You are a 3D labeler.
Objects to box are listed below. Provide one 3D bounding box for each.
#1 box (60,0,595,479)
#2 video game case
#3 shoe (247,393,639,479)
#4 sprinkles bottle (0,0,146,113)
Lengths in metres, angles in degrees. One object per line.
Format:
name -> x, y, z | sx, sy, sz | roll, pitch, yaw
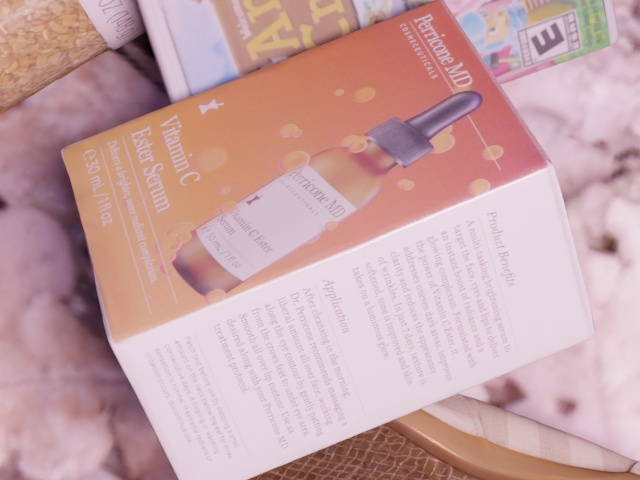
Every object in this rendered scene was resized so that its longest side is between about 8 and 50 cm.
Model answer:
box -> 0.000, 0.000, 0.707 | 0.170, 0.091, 0.130 | -23, 39, -2
video game case -> 0.012, -0.143, 0.721 | 0.193, 0.212, 0.023 | -19, 32, -5
shoe -> 0.054, 0.102, 0.735 | 0.219, 0.058, 0.077 | 15, 100, 16
sprinkles bottle -> -0.043, -0.176, 0.774 | 0.355, 0.121, 0.121 | -31, 75, 1
